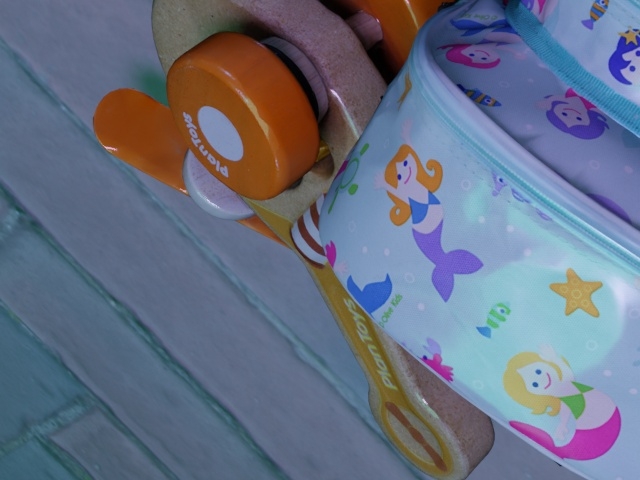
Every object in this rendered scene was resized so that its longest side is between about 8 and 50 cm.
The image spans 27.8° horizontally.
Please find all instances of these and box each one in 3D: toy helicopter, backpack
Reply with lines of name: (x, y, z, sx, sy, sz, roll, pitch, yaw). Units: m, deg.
toy helicopter: (0.000, 0.000, 0.763, 0.235, 0.140, 0.355, 7, 130, 52)
backpack: (0.129, -0.022, 0.521, 0.225, 0.253, 0.191, 36, 125, 10)
